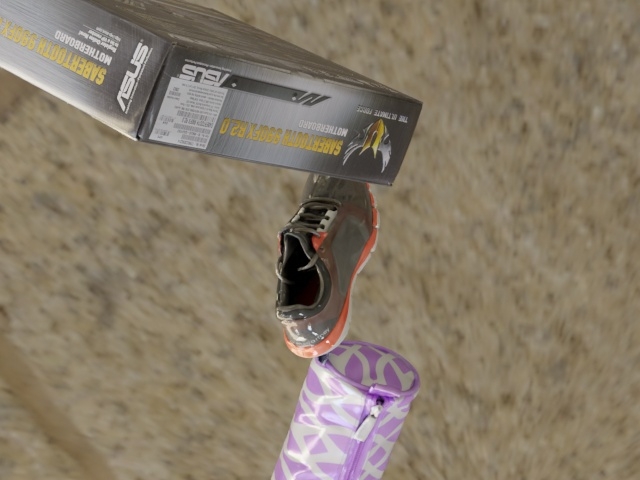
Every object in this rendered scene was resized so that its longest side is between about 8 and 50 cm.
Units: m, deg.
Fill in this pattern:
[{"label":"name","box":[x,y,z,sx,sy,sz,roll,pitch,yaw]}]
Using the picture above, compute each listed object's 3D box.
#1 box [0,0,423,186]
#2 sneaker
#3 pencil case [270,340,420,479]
[{"label":"box","box":[-0.080,-0.098,1.081,0.183,0.231,0.056,27,101,34]},{"label":"sneaker","box":[0.000,0.000,1.330,0.061,0.065,0.158,-8,56,22]},{"label":"pencil case","box":[0.011,0.172,1.415,0.086,0.088,0.206,6,115,-26]}]
